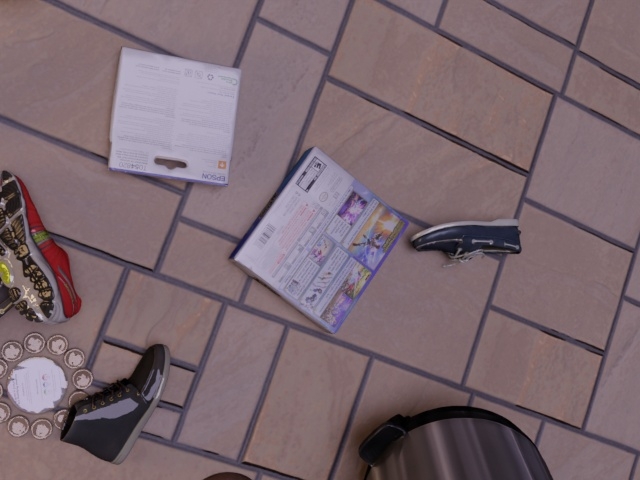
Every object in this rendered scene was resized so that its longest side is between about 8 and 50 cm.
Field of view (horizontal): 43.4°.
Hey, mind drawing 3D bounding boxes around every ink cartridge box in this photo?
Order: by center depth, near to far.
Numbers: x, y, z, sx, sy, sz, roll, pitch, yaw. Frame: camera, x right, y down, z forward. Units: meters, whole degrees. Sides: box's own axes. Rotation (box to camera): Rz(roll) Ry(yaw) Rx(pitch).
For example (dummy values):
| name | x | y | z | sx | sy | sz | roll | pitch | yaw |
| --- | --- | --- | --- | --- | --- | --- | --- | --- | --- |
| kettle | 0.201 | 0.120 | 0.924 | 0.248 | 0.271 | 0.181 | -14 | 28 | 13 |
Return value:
| name | x | y | z | sx | sy | sz | roll | pitch | yaw |
| --- | --- | --- | --- | --- | --- | --- | --- | --- | --- |
| ink cartridge box | -0.264 | -0.219 | 1.454 | 0.224 | 0.045 | 0.223 | 8 | 87 | -19 |

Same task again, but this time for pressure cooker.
| name | x | y | z | sx | sy | sz | roll | pitch | yaw |
| --- | --- | --- | --- | --- | --- | --- | --- | --- | --- |
| pressure cooker | 0.263 | 0.511 | 1.448 | 0.376 | 0.420 | 0.369 | -6 | 112 | 1 |

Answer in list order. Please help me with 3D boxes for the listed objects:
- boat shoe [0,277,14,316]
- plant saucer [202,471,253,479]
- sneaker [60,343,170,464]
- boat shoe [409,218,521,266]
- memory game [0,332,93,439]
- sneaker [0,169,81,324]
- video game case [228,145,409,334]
| name | x | y | z | sx | sy | sz | roll | pitch | yaw |
| --- | --- | --- | --- | --- | --- | --- | --- | --- | --- |
| boat shoe | -0.573 | 0.151 | 1.312 | 0.069 | 0.081 | 0.227 | 39 | 74 | -11 |
| plant saucer | -0.174 | 0.514 | 1.477 | 0.169 | 0.029 | 0.168 | 0 | 89 | -19 |
| sneaker | -0.349 | 0.267 | 1.382 | 0.118 | 0.083 | 0.221 | 30 | 80 | -27 |
| boat shoe | 0.300 | 0.006 | 1.633 | 0.255 | 0.095 | 0.079 | -4 | 79 | -29 |
| memory game | -0.485 | 0.250 | 1.379 | 0.186 | 0.012 | 0.186 | 0 | 89 | -20 |
| sneaker | -0.485 | 0.016 | 1.346 | 0.107 | 0.118 | 0.278 | -28 | 78 | 16 |
| video game case | 0.000 | 0.000 | 1.537 | 0.244 | 0.061 | 0.269 | 38 | 77 | -14 |
